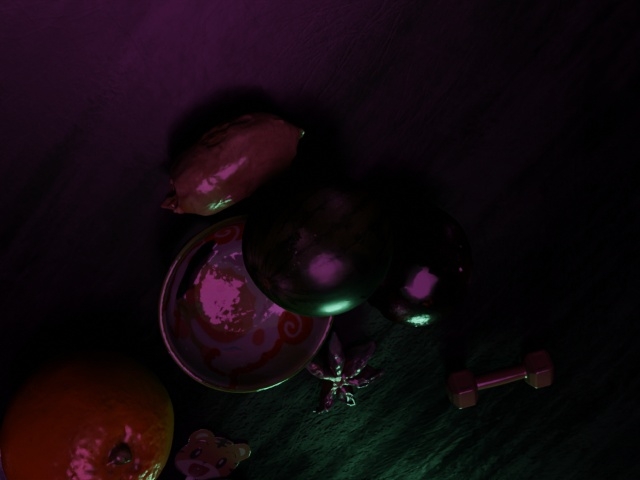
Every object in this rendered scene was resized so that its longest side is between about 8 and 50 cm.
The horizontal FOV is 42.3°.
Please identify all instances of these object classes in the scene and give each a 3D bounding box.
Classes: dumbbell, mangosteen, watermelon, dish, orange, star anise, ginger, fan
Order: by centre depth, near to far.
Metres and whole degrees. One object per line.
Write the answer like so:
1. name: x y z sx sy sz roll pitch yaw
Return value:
1. watermelon: -0.003 0.003 1.325 0.242 0.242 0.242 -6 123 -9
2. ginger: -0.145 -0.126 1.356 0.267 0.138 0.152 -19 129 -7
3. mangosteen: 0.143 0.045 1.492 0.265 0.228 0.228 -10 130 30
4. dish: -0.142 0.101 1.492 0.324 0.124 0.324 -5 103 -21
5. orange: -0.417 0.349 1.497 0.312 0.312 0.312 -6 123 -9
6. star anise: 0.046 0.269 1.694 0.171 0.063 0.208 -19 124 -3
7. dumbbell: 0.382 0.293 1.777 0.230 0.092 0.082 -13 151 -4
8. fan: -0.266 0.500 1.799 0.152 0.008 0.227 30 111 -30

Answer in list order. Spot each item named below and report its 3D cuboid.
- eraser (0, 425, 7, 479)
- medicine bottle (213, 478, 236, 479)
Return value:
1. eraser: -0.651 0.444 1.631 0.226 0.081 0.174 -6 119 -9
2. medicine bottle: -0.198 0.690 1.747 0.202 0.316 0.202 -8 126 -11
